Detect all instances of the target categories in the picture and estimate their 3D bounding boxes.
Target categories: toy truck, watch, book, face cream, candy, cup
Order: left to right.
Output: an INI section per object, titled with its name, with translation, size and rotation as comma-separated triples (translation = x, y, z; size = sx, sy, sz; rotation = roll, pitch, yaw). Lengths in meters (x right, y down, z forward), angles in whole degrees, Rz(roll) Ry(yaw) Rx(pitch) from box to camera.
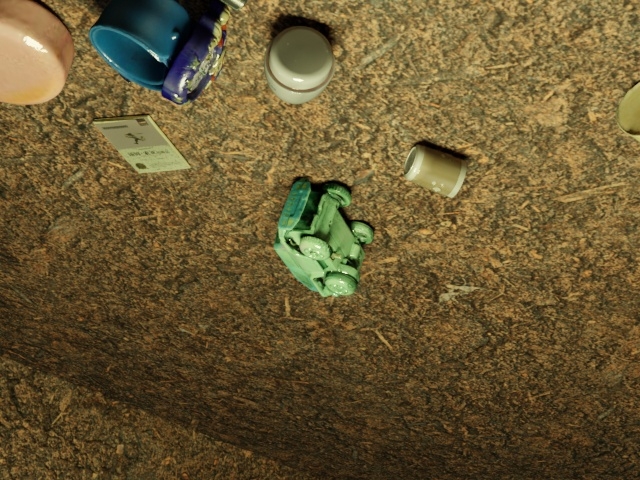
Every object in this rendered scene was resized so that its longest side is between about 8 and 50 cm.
[candy]
translation = -0.561, -0.337, 2.031
size = 0.255, 0.094, 0.255
rotation = 9, 151, 5
[book]
translation = -0.351, -0.189, 2.305
size = 0.127, 0.014, 0.182
rotation = -2, 149, 24
[watch]
translation = -0.265, -0.323, 1.904
size = 0.200, 0.171, 0.196
rotation = 28, 152, 0
[face cream]
translation = -0.036, -0.286, 1.909
size = 0.117, 0.117, 0.104
rotation = 14, 160, -4
[toy truck]
translation = 0.000, 0.000, 2.376
size = 0.156, 0.155, 0.279
rotation = 6, 152, 27
[cup]
translation = 0.208, -0.136, 2.154
size = 0.099, 0.102, 0.074
rotation = 20, 112, -13

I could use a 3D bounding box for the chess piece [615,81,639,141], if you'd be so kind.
[chess piece]
translation = 0.636, -0.158, 1.911
size = 0.307, 0.124, 0.139
rotation = 28, 117, -34

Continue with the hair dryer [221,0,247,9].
[hair dryer]
translation = -0.134, -0.440, 1.749
size = 0.173, 0.050, 0.195
rotation = 29, 144, -34
